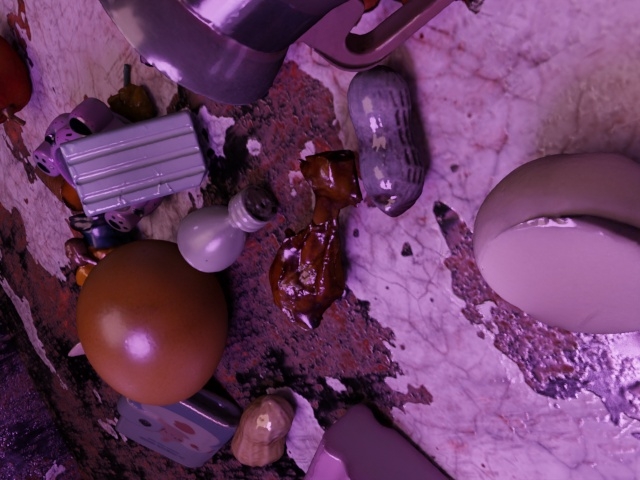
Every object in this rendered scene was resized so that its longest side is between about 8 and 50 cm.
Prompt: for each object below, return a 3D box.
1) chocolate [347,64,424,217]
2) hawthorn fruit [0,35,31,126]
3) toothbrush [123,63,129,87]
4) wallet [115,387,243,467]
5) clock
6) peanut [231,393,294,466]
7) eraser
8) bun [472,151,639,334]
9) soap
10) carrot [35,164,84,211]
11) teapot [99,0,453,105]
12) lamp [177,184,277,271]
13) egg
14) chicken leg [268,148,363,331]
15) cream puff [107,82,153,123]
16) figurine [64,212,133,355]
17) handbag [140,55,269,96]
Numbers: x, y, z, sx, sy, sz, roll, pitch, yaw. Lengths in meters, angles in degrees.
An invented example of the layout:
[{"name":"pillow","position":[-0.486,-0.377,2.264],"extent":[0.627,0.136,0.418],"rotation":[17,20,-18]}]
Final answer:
[{"name":"chocolate","position":[0.072,-0.108,0.652],"extent":[0.072,0.072,0.166],"rotation":[1,111,47]},{"name":"hawthorn fruit","position":[-0.726,-0.340,1.290],"extent":[0.253,0.205,0.205],"rotation":[42,137,12]},{"name":"toothbrush","position":[-0.350,-0.242,1.077],"extent":[0.014,0.011,0.167],"rotation":[37,135,20]},{"name":"wallet","position":[-0.328,0.396,1.321],"extent":[0.252,0.083,0.360],"rotation":[31,138,-6]},{"name":"clock","position":[-0.380,-0.134,1.061],"extent":[0.227,0.090,0.248],"rotation":[42,147,-18]},{"name":"peanut","position":[-0.106,0.350,1.093],"extent":[0.098,0.090,0.214],"rotation":[53,142,29]},{"name":"eraser","position":[0.085,0.465,0.933],"extent":[0.272,0.122,0.359],"rotation":[37,136,24]},{"name":"bun","position":[0.222,-0.010,0.507],"extent":[0.173,0.119,0.172],"rotation":[19,150,11]},{"name":"soap","position":[-0.284,-0.123,0.930],"extent":[0.066,0.198,0.118],"rotation":[-120,15,-71]},{"name":"carrot","position":[-0.574,-0.139,1.315],"extent":[0.263,0.102,0.101],"rotation":[23,127,42]},{"name":"teapot","position":[0.017,-0.272,0.454],"extent":[0.344,0.300,0.253],"rotation":[-30,52,35]},{"name":"lamp","position":[-0.148,-0.020,0.922],"extent":[0.193,0.106,0.106],"rotation":[-32,87,43]},{"name":"egg","position":[-0.287,0.149,1.048],"extent":[0.250,0.250,0.322],"rotation":[26,137,36]},{"name":"chicken leg","position":[0.000,0.000,0.765],"extent":[0.113,0.093,0.304],"rotation":[36,140,15]},{"name":"cream puff","position":[-0.326,-0.232,1.026],"extent":[0.083,0.083,0.058],"rotation":[106,169,-53]},{"name":"figurine","position":[-0.410,0.099,1.229],"extent":[0.205,0.185,0.332],"rotation":[7,101,13]},{"name":"handbag","position":[-0.150,-0.273,0.766],"extent":[0.260,0.113,0.161],"rotation":[30,125,34]}]
